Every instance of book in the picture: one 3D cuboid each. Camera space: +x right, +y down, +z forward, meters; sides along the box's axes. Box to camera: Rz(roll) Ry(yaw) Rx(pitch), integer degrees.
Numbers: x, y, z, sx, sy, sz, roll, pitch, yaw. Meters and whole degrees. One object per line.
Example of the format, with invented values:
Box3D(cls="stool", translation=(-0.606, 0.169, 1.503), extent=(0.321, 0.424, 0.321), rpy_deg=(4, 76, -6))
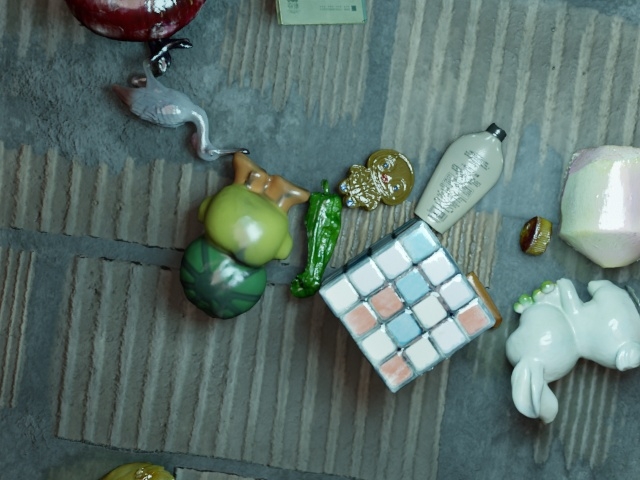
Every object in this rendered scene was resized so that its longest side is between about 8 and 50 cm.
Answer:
Box3D(cls="book", translation=(-0.009, -0.595, 1.924), extent=(0.214, 0.025, 0.283), rpy_deg=(-9, 91, -26))

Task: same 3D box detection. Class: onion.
Box3D(cls="onion", translation=(-0.382, -0.528, 1.877), extent=(0.313, 0.232, 0.314), rpy_deg=(4, 57, -6))

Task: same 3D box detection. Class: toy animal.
Box3D(cls="toy animal", translation=(-0.313, -0.284, 1.945), extent=(0.195, 0.090, 0.324), rpy_deg=(-28, 89, 2))
Box3D(cls="toy animal", translation=(0.514, 0.220, 1.887), extent=(0.310, 0.183, 0.247), rpy_deg=(-18, 58, -1))
Box3D(cls="toy animal", translation=(-0.172, 0.002, 1.898), extent=(0.216, 0.191, 0.338), rpy_deg=(27, 92, 1))

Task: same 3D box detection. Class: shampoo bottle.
Box3D(cls="shampoo bottle", translation=(0.305, -0.138, 1.941), extent=(0.127, 0.078, 0.257), rpy_deg=(38, 94, 5))

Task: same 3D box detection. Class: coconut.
Box3D(cls="coconut", translation=(0.603, -0.065, 1.874), extent=(0.233, 0.233, 0.245), rpy_deg=(6, 91, 1))

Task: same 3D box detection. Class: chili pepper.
Box3D(cls="chili pepper", translation=(-0.006, -0.001, 1.944), extent=(0.074, 0.100, 0.257), rpy_deg=(7, 86, 43))

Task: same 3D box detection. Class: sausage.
Box3D(cls="sausage", translation=(0.347, 0.129, 1.965), extent=(0.039, 0.041, 0.131), rpy_deg=(-31, 91, -3))

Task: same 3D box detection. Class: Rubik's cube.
Box3D(cls="Rubik's cube", translation=(0.168, 0.124, 1.863), extent=(0.259, 0.256, 0.253), rpy_deg=(-33, 91, 2))

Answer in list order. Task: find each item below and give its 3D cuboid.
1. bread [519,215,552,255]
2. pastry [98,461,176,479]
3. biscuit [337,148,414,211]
Box3D(cls="bread", translation=(0.454, -0.012, 1.940), extent=(0.053, 0.085, 0.085), rpy_deg=(18, 92, -5))
Box3D(cls="pastry", translation=(-0.372, 0.627, 1.936), extent=(0.311, 0.162, 0.255), rpy_deg=(45, 94, 1))
Box3D(cls="biscuit", translation=(0.123, -0.125, 1.948), extent=(0.175, 0.026, 0.124), rpy_deg=(-26, 91, -16))
